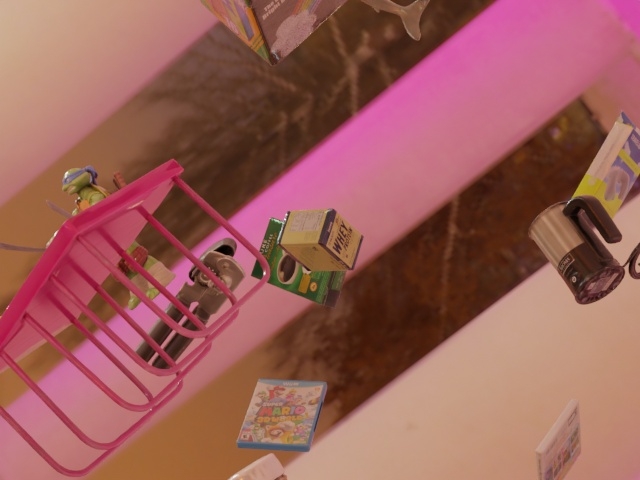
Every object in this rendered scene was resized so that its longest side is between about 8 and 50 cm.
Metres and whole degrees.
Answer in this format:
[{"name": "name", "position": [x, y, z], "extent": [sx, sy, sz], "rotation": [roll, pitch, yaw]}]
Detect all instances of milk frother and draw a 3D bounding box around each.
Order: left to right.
[{"name": "milk frother", "position": [0.408, 0.007, 1.939], "extent": [0.143, 0.129, 0.135], "rotation": [10, -140, -46]}]

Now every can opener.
[{"name": "can opener", "position": [-0.219, 0.110, 2.234], "extent": [0.076, 0.283, 0.095], "rotation": [33, -148, -12]}]

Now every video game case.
[{"name": "video game case", "position": [-0.061, 0.285, 2.159], "extent": [0.166, 0.119, 0.015], "rotation": [-71, -21, -57]}, {"name": "video game case", "position": [0.456, 0.404, 2.515], "extent": [0.019, 0.157, 0.143], "rotation": [16, 133, 32]}]

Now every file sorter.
[{"name": "file sorter", "position": [-0.221, 0.096, 1.461], "extent": [0.182, 0.291, 0.202], "rotation": [44, -145, 5]}]

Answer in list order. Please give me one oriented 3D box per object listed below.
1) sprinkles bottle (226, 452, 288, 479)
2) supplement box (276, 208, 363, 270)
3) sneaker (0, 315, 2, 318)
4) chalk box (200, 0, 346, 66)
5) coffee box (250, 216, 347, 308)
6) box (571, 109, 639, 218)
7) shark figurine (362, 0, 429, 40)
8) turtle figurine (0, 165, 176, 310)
[{"name": "sprinkles bottle", "position": [-0.054, 0.606, 2.645], "extent": [0.355, 0.121, 0.121], "rotation": [58, -171, 6]}, {"name": "supplement box", "position": [0.000, 0.000, 1.855], "extent": [0.083, 0.083, 0.056], "rotation": [41, -123, -43]}, {"name": "sneaker", "position": [-0.673, 0.194, 2.526], "extent": [0.295, 0.123, 0.109], "rotation": [17, -132, -59]}, {"name": "chalk box", "position": [-0.065, -0.309, 1.378], "extent": [0.132, 0.132, 0.213], "rotation": [44, 170, 21]}, {"name": "coffee box", "position": [-0.031, 0.035, 2.223], "extent": [0.184, 0.113, 0.040], "rotation": [18, -179, 44]}, {"name": "box", "position": [0.510, -0.123, 2.278], "extent": [0.042, 0.178, 0.109], "rotation": [30, 179, 38]}, {"name": "shark figurine", "position": [0.061, -0.461, 2.374], "extent": [0.278, 0.116, 0.166], "rotation": [47, 147, -18]}, {"name": "turtle figurine", "position": [-0.407, 0.020, 2.337], "extent": [0.266, 0.197, 0.275], "rotation": [49, -155, -11]}]
